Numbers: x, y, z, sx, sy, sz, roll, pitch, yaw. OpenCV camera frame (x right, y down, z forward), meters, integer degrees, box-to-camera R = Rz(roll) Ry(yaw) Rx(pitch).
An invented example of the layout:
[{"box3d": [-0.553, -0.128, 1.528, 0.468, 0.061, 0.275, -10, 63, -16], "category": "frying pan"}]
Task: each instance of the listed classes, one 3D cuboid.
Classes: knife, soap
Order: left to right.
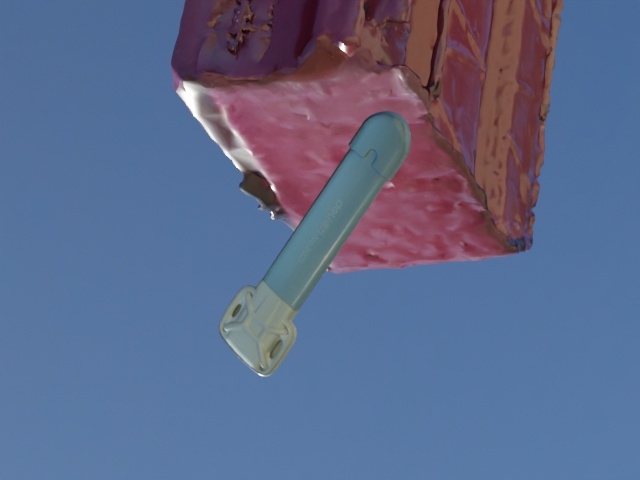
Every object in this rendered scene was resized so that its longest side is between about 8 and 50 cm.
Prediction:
[{"box3d": [0.000, 0.000, 0.620, 0.010, 0.027, 0.096, 3, -55, -58], "category": "knife"}, {"box3d": [0.038, -0.121, 0.805, 0.162, 0.099, 0.250, 49, -138, -45], "category": "soap"}]
